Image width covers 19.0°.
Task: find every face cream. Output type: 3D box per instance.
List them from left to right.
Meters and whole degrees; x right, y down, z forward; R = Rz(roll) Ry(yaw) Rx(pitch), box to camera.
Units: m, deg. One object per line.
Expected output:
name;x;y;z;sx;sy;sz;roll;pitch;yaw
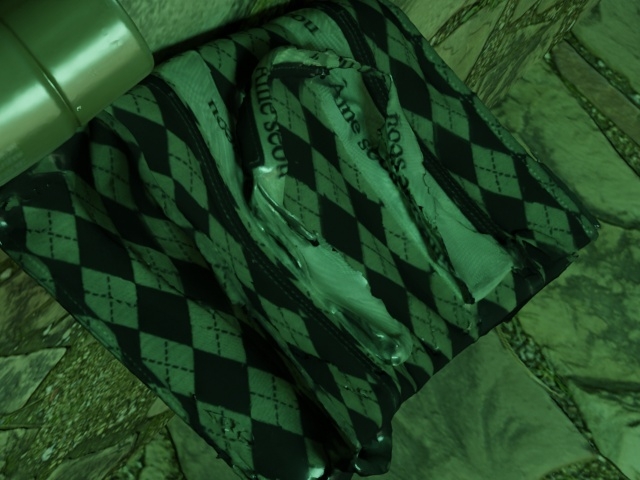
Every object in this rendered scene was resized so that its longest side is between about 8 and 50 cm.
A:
face cream;-0.244;-0.021;1.017;0.341;0.084;0.137;-39;178;-8

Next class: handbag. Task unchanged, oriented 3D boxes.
handbag;0.000;0.000;1.385;0.180;0.317;0.416;-47;171;33
